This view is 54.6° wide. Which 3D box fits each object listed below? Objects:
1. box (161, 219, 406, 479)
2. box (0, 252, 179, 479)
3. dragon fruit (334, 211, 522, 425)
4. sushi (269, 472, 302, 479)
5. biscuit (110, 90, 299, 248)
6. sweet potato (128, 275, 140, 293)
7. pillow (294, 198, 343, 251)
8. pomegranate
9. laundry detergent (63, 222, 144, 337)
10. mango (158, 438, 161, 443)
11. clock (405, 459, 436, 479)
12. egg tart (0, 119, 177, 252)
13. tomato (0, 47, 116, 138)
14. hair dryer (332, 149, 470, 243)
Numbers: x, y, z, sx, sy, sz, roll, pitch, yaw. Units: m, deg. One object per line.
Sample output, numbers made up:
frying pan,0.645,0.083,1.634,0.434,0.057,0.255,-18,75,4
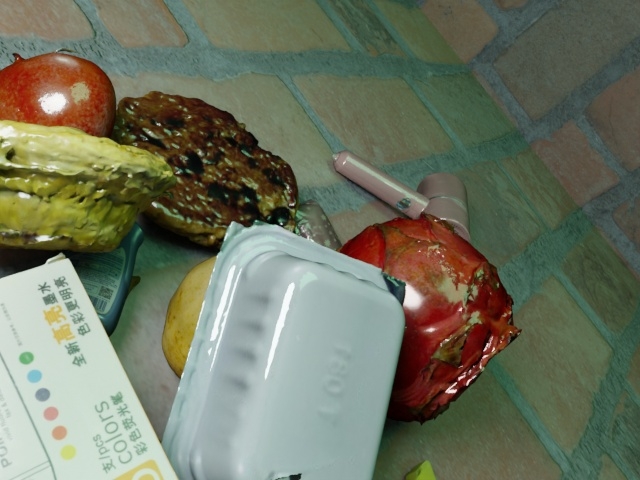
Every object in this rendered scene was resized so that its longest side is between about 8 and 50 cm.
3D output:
box,-0.011,0.160,0.680,0.264,0.106,0.337,22,74,-28
box,-0.275,0.174,0.553,0.220,0.091,0.274,-24,75,-35
dragon fruit,0.143,0.114,0.943,0.295,0.295,0.302,5,51,-45
sushi,-0.164,0.327,0.496,0.292,0.294,0.059,9,6,-42
biscuit,-0.187,-0.105,0.988,0.333,0.081,0.290,20,43,-29
sweet potato,-0.256,0.075,0.780,0.026,0.026,0.115,37,35,-16
pillow,0.000,0.000,1.120,0.118,0.043,0.185,-10,64,-54
pomegranate,-0.106,0.104,0.795,0.196,0.196,0.196,29,38,-26
laundry detergent,-0.273,0.028,0.761,0.096,0.061,0.206,8,43,-2
mango,-0.212,0.240,0.640,0.114,0.057,0.079,-16,75,-43
clock,0.178,0.463,0.832,0.294,0.071,0.277,53,34,7
egg tart,-0.298,-0.047,0.657,0.293,0.294,0.123,10,85,-43
tomato,-0.342,-0.164,0.808,0.167,0.167,0.167,29,38,-26
hair dryer,0.178,-0.115,1.380,0.352,0.125,0.210,31,36,-12
